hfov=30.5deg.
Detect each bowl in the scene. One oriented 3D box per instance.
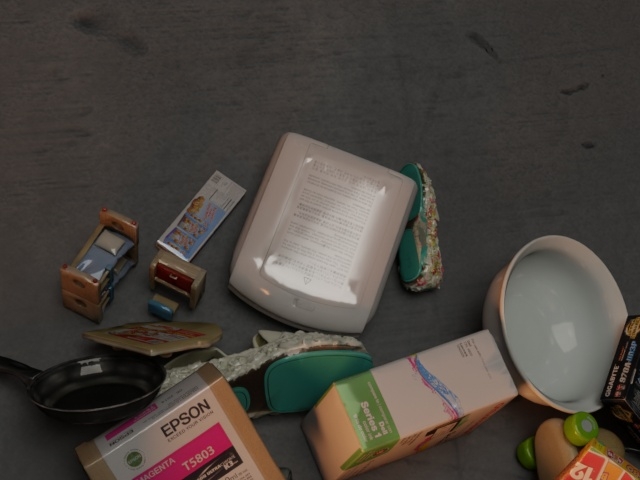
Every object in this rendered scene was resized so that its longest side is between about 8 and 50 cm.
[{"bbox_3d":[0.367,0.149,1.944,0.298,0.134,0.297,12,69,-33],"label":"bowl"}]

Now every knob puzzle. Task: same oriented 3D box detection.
[{"bbox_3d":[-0.235,0.153,1.790,0.213,0.213,0.030,-2,97,-17],"label":"knob puzzle"}]

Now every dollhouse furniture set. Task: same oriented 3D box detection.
[{"bbox_3d":[-0.287,0.061,1.815,0.184,0.129,0.129,25,59,6],"label":"dollhouse furniture set"}]

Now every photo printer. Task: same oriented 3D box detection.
[{"bbox_3d":[0.000,0.000,1.940,0.256,0.107,0.307,20,67,-2],"label":"photo printer"}]

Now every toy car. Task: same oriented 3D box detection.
[{"bbox_3d":[0.441,0.360,1.882,0.188,0.155,0.149,7,61,-27],"label":"toy car"}]

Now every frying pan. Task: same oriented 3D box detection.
[{"bbox_3d":[-0.381,0.214,1.675,0.326,0.197,0.053,-3,107,3],"label":"frying pan"}]

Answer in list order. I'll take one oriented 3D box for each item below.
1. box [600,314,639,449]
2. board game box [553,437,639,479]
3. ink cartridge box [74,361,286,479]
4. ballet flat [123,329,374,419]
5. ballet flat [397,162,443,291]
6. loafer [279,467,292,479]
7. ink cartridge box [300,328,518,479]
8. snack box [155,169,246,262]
[{"bbox_3d":[0.559,0.257,1.952,0.220,0.051,0.175,47,54,-29],"label":"box"},{"bbox_3d":[0.384,0.423,1.772,0.124,0.259,0.039,36,31,5],"label":"board game box"},{"bbox_3d":[-0.198,0.321,1.671,0.235,0.088,0.193,-33,107,-12],"label":"ink cartridge box"},{"bbox_3d":[-0.117,0.202,1.807,0.409,0.147,0.147,-13,68,-21],"label":"ballet flat"},{"bbox_3d":[0.172,-0.017,2.042,0.077,0.091,0.241,23,59,-40],"label":"ballet flat"},{"bbox_3d":[-0.097,0.458,1.713,0.084,0.096,0.267,3,54,8],"label":"loafer"},{"bbox_3d":[0.135,0.258,1.805,0.278,0.201,0.117,-16,70,-23],"label":"ink cartridge box"},{"bbox_3d":[-0.199,-0.038,1.967,0.064,0.022,0.178,35,59,3],"label":"snack box"}]
